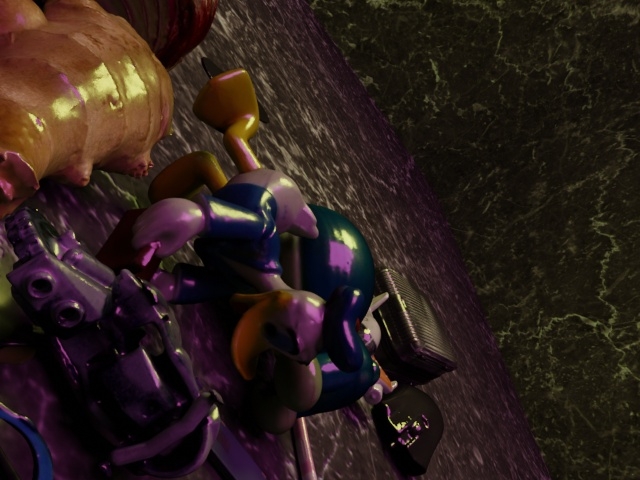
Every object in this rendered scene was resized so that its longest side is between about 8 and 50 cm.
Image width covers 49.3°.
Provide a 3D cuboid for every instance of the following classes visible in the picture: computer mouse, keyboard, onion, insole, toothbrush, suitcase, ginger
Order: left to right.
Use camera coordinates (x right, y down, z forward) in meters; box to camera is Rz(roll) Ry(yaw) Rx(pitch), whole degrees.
[{"bbox_3d":[-0.254,-0.156,0.646,0.375,0.166,0.236,-89,162,-81],"label":"ginger"},{"bbox_3d":[-0.238,-0.333,0.937,0.216,0.207,0.206,62,18,-18],"label":"onion"},{"bbox_3d":[-0.111,0.209,0.739,0.176,0.014,0.055,56,16,-16],"label":"keyboard"},{"bbox_3d":[-0.171,-0.309,1.440,0.253,0.005,0.086,30,33,-62],"label":"insole"},{"bbox_3d":[-0.036,0.214,0.950,0.025,0.020,0.286,42,24,-42],"label":"toothbrush"},{"bbox_3d":[0.167,0.181,1.425,0.312,0.128,0.202,33,31,-57],"label":"suitcase"},{"bbox_3d":[0.173,0.329,1.290,0.147,0.088,0.264,59,19,3],"label":"computer mouse"}]

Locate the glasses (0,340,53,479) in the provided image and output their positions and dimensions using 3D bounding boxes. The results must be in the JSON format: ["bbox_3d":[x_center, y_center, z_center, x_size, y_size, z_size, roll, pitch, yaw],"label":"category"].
[{"bbox_3d":[-0.247,0.056,0.425,0.239,0.102,0.207,53,18,-24],"label":"glasses"}]

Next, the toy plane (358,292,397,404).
[{"bbox_3d":[0.054,0.151,1.159,0.245,0.117,0.245,55,17,-26],"label":"toy plane"}]

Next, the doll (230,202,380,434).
[{"bbox_3d":[-0.017,0.084,0.906,0.186,0.198,0.322,6,57,-27],"label":"doll"}]

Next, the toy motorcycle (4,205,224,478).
[{"bbox_3d":[-0.161,0.096,0.564,0.159,0.106,0.270,51,-9,50],"label":"toy motorcycle"}]

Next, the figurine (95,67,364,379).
[{"bbox_3d":[-0.080,0.006,0.710,0.338,0.204,0.283,44,36,22],"label":"figurine"}]
